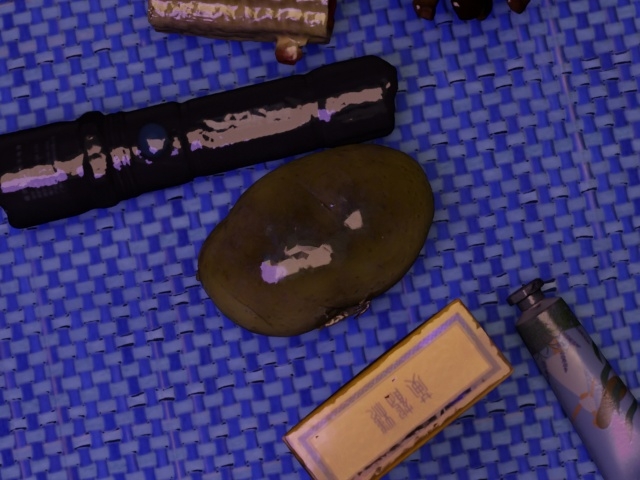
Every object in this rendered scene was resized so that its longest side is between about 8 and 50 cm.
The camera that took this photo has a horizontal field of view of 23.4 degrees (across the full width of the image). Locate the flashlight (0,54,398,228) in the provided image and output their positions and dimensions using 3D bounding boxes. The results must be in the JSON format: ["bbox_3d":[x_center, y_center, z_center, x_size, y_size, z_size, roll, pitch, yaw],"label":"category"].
[{"bbox_3d":[-0.125,-0.102,1.570,0.424,0.103,0.103,-13,82,0],"label":"flashlight"}]

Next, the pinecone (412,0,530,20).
[{"bbox_3d":[0.146,-0.329,1.520,0.264,0.264,0.264,0,83,3],"label":"pinecone"}]

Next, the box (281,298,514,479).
[{"bbox_3d":[0.069,0.150,1.424,0.193,0.301,0.084,-39,85,-2],"label":"box"}]

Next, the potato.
[{"bbox_3d":[0.000,0.000,1.532,0.248,0.143,0.169,-32,78,-10],"label":"potato"}]

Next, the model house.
[{"bbox_3d":[-0.076,-0.307,1.563,0.196,0.160,0.254,3,84,3],"label":"model house"}]

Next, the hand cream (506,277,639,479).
[{"bbox_3d":[0.274,0.153,1.546,0.088,0.055,0.256,-33,89,-1],"label":"hand cream"}]
